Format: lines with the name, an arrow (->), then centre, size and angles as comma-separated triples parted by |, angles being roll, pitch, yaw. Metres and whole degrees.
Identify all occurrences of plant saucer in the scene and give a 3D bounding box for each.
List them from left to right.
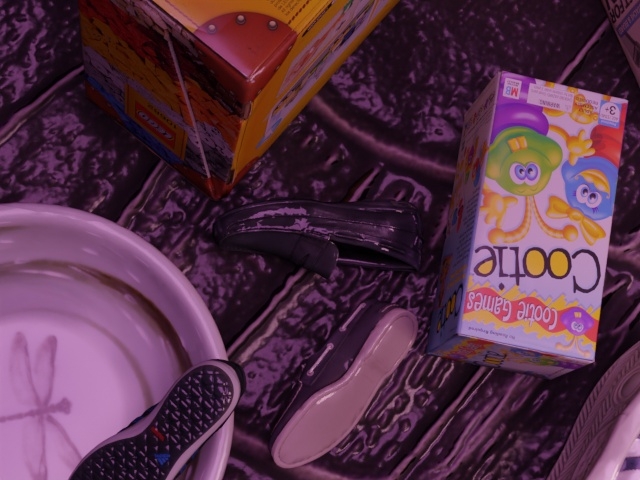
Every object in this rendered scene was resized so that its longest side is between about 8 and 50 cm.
plant saucer -> -0.286, 0.167, 1.311 | 0.400, 0.100, 0.401 | 2, 76, -8

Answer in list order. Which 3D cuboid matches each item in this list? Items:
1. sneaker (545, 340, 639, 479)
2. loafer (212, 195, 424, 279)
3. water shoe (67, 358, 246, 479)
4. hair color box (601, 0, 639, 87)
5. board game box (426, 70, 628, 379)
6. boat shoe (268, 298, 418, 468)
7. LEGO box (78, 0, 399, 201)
sneaker -> 0.323, 0.248, 1.376 | 0.148, 0.131, 0.350 | 35, 80, -6
loafer -> 0.000, 0.000, 1.404 | 0.223, 0.076, 0.078 | 0, 69, -12
water shoe -> -0.143, 0.188, 1.242 | 0.203, 0.080, 0.073 | -40, 81, 10
hair color box -> 0.405, -0.239, 1.465 | 0.110, 0.185, 0.339 | -21, 80, -12
board game box -> 0.213, -0.011, 1.404 | 0.142, 0.144, 0.275 | 12, 76, -6
boat shoe -> 0.014, 0.144, 1.393 | 0.206, 0.075, 0.065 | -48, 44, -10
LEGO box -> 0.000, -0.320, 1.329 | 0.193, 0.372, 0.500 | 40, 74, 3
